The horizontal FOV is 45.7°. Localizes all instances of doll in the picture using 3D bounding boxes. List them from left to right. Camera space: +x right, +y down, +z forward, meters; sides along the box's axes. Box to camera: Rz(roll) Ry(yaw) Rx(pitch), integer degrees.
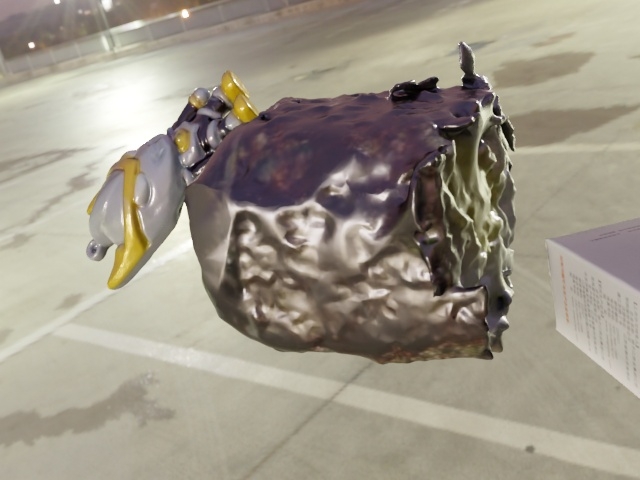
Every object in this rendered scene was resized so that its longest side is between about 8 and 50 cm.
[{"bbox_3d":[-0.198,-0.075,0.961,0.316,0.145,0.103,-41,-13,17],"label":"doll"}]

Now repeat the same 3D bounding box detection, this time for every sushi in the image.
[{"bbox_3d":[0.056,-0.027,0.817,0.294,0.281,0.299,-4,32,28],"label":"sushi"}]

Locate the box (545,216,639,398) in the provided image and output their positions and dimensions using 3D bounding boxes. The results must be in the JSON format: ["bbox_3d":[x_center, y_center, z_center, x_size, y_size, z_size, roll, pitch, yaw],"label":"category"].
[{"bbox_3d":[0.342,0.061,0.605,0.200,0.106,0.299,-13,18,-7],"label":"box"}]
